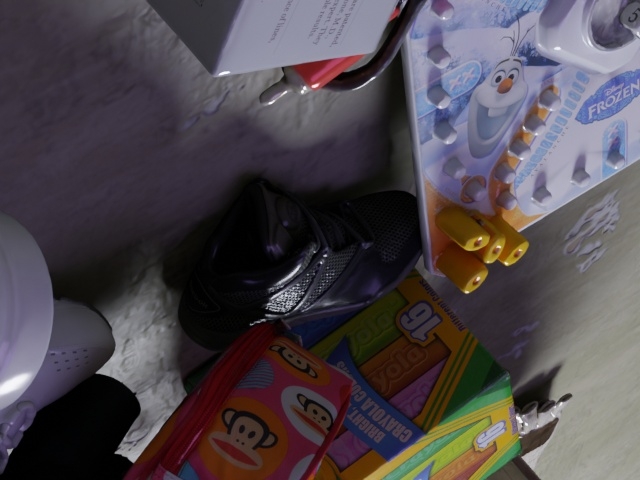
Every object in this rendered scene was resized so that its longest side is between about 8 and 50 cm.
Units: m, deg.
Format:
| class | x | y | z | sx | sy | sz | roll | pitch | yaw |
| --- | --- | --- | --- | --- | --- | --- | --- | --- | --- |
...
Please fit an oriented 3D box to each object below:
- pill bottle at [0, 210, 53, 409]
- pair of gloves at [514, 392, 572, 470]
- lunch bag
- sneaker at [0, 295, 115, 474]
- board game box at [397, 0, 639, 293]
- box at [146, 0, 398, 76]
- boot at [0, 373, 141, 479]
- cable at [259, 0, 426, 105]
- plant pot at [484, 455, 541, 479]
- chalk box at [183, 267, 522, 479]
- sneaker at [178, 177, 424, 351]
| class | x | y | z | sx | sy | sz | roll | pitch | yaw |
| --- | --- | --- | --- | --- | --- | --- | --- | --- | --- |
| pill bottle | -0.293 | 0.037 | 0.982 | 0.278 | 0.162 | 0.162 | 6 | 127 | -54 |
| pair of gloves | 0.183 | 0.273 | 2.056 | 0.240 | 0.042 | 0.204 | -25 | 149 | -26 |
| lunch bag | -0.086 | 0.206 | 1.313 | 0.293 | 0.120 | 0.258 | -57 | 177 | 20 |
| sneaker | -0.263 | 0.146 | 1.216 | 0.297 | 0.129 | 0.111 | -32 | 150 | -19 |
| board game box | 0.236 | -0.182 | 1.362 | 0.390 | 0.050 | 0.390 | -30 | 139 | -19 |
| box | -0.033 | -0.213 | 0.920 | 0.119 | 0.181 | 0.182 | -15 | 143 | -41 |
| boot | -0.231 | 0.231 | 1.326 | 0.246 | 0.094 | 0.207 | -53 | -175 | 28 |
| cable | 0.067 | -0.175 | 1.136 | 0.287 | 0.072 | 0.139 | -23 | 128 | 14 |
| plant pot | 0.148 | 0.393 | 1.845 | 0.305 | 0.334 | 0.334 | -41 | 153 | 2 |
| chalk box | 0.007 | 0.174 | 1.540 | 0.289 | 0.179 | 0.180 | -36 | 152 | -9 |
| sneaker | 0.000 | 0.000 | 1.376 | 0.228 | 0.087 | 0.130 | -20 | 153 | -25 |
